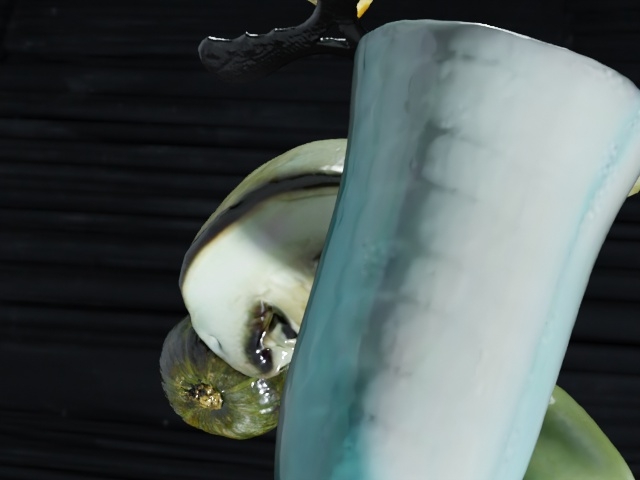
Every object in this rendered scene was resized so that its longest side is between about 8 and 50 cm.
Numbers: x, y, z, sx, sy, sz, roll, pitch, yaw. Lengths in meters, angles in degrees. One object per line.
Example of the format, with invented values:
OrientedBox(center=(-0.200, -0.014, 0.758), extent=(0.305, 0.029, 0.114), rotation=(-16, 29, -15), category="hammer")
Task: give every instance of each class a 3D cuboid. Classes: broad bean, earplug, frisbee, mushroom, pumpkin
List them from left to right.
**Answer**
OrientedBox(center=(-0.139, 0.199, 1.737), extent=(0.157, 0.223, 0.224), rotation=(-47, 144, -44), category="pumpkin")
OrientedBox(center=(-0.008, -0.002, 1.100), extent=(0.267, 0.189, 0.164), rotation=(-56, -176, 37), category="mushroom")
OrientedBox(center=(0.006, -0.161, 0.838), extent=(0.187, 0.210, 0.012), rotation=(85, 14, -57), category="frisbee")
OrientedBox(center=(0.061, 0.061, 0.646), extent=(0.185, 0.185, 0.324), rotation=(60, 47, -75), category="earplug")
OrientedBox(center=(0.137, 0.160, 0.885), extent=(0.100, 0.228, 0.169), rotation=(-35, 136, -31), category="broad bean")

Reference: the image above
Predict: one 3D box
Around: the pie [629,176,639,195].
OrientedBox(center=(0.334, -0.101, 1.278), extent=(0.274, 0.274, 0.055), rotation=(-61, 131, -71), category="pie")

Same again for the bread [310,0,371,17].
OrientedBox(center=(0.011, -0.441, 1.572), extent=(0.210, 0.235, 0.099), rotation=(-54, 163, 1), category="bread")
